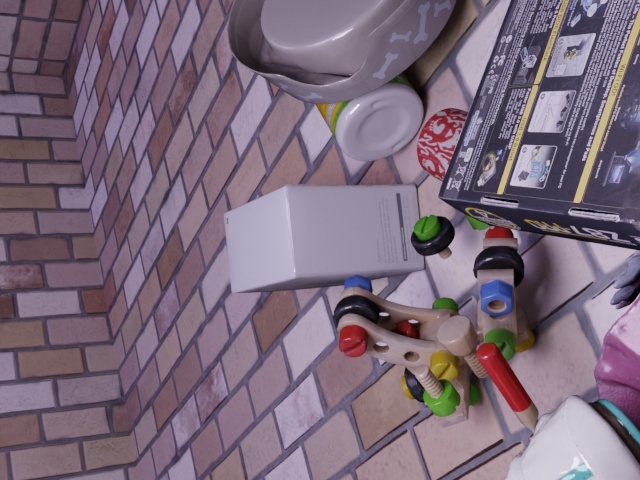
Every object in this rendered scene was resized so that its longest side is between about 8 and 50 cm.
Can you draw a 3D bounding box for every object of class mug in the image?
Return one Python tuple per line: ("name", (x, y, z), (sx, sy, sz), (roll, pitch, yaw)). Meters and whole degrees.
("mug", (0.219, -0.106, 1.042), (0.169, 0.150, 0.113), (33, 151, 50))

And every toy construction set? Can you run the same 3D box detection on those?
("toy construction set", (0.183, 0.140, 1.038), (0.237, 0.257, 0.309), (53, -175, -28))

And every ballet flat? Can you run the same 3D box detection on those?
("ballet flat", (0.224, 0.234, 0.795), (0.400, 0.139, 0.139), (54, -161, -66))

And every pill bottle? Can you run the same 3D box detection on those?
("pill bottle", (0.046, -0.249, 1.297), (0.246, 0.136, 0.136), (63, 142, 37))

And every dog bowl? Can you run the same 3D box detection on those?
("dog bowl", (0.037, -0.342, 1.189), (0.348, 0.102, 0.349), (-21, 49, 26))

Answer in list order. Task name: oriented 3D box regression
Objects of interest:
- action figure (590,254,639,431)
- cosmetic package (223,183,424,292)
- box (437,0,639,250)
("action figure", (0.412, 0.162, 0.696), (0.276, 0.248, 0.370), (-49, 46, -11))
("cosmetic package", (0.000, 0.000, 1.300), (0.224, 0.224, 0.138), (-17, 76, 60))
("box", (0.295, -0.193, 0.781), (0.318, 0.097, 0.395), (12, 80, 61))
